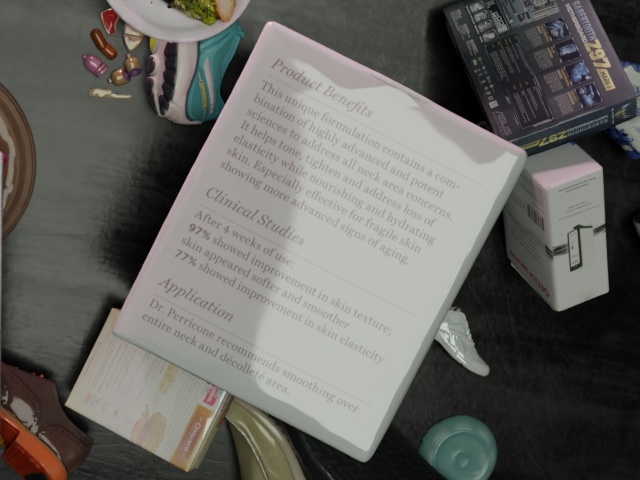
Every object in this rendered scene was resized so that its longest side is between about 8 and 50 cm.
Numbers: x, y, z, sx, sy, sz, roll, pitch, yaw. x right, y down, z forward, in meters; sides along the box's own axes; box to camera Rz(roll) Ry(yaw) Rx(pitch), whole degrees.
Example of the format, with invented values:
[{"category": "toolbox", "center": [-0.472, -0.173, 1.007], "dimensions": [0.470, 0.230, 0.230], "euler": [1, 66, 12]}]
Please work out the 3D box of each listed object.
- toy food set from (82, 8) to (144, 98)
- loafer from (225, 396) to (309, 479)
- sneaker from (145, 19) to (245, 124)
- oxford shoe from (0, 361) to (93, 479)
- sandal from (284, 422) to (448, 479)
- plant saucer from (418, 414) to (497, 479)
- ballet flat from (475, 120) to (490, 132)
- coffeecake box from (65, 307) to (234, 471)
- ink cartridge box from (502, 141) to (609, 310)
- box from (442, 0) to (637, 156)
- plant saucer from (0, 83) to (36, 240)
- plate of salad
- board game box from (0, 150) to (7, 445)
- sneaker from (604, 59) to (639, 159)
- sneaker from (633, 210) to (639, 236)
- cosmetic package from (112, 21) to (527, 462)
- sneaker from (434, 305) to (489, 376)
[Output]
[{"category": "toy food set", "center": [-0.266, -0.244, 1.653], "dimensions": [0.078, 0.019, 0.122], "euler": [3, 97, -13]}, {"category": "loafer", "center": [-0.071, 0.317, 1.733], "dimensions": [0.092, 0.102, 0.268], "euler": [-35, 104, -12]}, {"category": "sneaker", "center": [-0.153, -0.285, 1.647], "dimensions": [0.110, 0.107, 0.275], "euler": [5, 97, -37]}, {"category": "oxford shoe", "center": [-0.407, 0.198, 1.665], "dimensions": [0.271, 0.097, 0.098], "euler": [51, 51, -7]}, {"category": "sandal", "center": [0.105, 0.368, 1.753], "dimensions": [0.446, 0.167, 0.107], "euler": [40, 121, -10]}, {"category": "plant saucer", "center": [0.198, 0.309, 1.831], "dimensions": [0.119, 0.021, 0.119], "euler": [-2, 98, -13]}, {"category": "ballet flat", "center": [0.254, -0.141, 1.759], "dimensions": [0.213, 0.072, 0.068], "euler": [-22, 72, -11]}, {"category": "coffeecake box", "center": [-0.212, 0.191, 1.667], "dimensions": [0.185, 0.068, 0.142], "euler": [27, 91, 10]}, {"category": "ink cartridge box", "center": [0.308, -0.032, 1.709], "dimensions": [0.086, 0.148, 0.203], "euler": [-20, 127, -11]}, {"category": "box", "center": [0.282, -0.233, 1.673], "dimensions": [0.183, 0.059, 0.233], "euler": [-21, 63, 4]}, {"category": "plant saucer", "center": [-0.498, -0.097, 1.615], "dimensions": [0.278, 0.041, 0.278], "euler": [-2, 99, -11]}, {"category": "plate of salad", "center": [-0.170, -0.338, 1.542], "dimensions": [0.199, 0.048, 0.200], "euler": [0, 92, -14]}, {"category": "board game box", "center": [-0.574, 0.067, 1.566], "dimensions": [0.390, 0.050, 0.390], "euler": [3, 97, 4]}, {"category": "sneaker", "center": [0.424, -0.178, 1.767], "dimensions": [0.296, 0.112, 0.131], "euler": [12, 101, -10]}, {"category": "sneaker", "center": [0.595, -0.039, 1.834], "dimensions": [0.290, 0.106, 0.123], "euler": [-25, 106, 3]}, {"category": "cosmetic package", "center": [0.000, 0.000, 1.555], "dimensions": [0.329, 0.327, 0.394], "euler": [28, 91, 0]}, {"category": "sneaker", "center": [0.187, 0.130, 1.788], "dimensions": [0.152, 0.053, 0.061], "euler": [44, 85, -14]}]
